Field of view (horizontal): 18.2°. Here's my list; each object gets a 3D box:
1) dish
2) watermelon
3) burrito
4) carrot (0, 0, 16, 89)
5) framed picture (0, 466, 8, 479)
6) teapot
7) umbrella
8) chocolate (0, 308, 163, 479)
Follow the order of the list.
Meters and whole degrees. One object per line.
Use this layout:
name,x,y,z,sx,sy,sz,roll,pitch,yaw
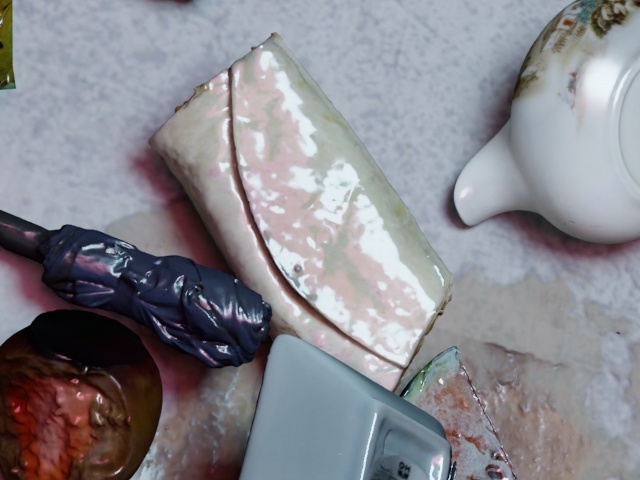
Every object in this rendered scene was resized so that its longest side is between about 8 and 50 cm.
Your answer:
dish,0.028,0.201,1.363,0.182,0.080,0.243,32,59,-36
watermelon,0.090,0.182,1.518,0.139,0.071,0.187,34,59,-16
burrito,-0.003,0.002,1.512,0.143,0.105,0.299,-32,89,-13
carrot,-0.256,-0.213,1.458,0.069,0.069,0.229,-7,103,-21
framed picture,-0.325,0.145,1.388,0.184,0.016,0.250,-25,84,-35
teapot,0.240,-0.107,1.611,0.298,0.139,0.204,-39,118,-27
umbrella,-0.153,0.022,1.454,0.248,0.071,0.071,25,68,3
chocolate,-0.178,0.126,1.411,0.127,0.124,0.133,9,117,-39
